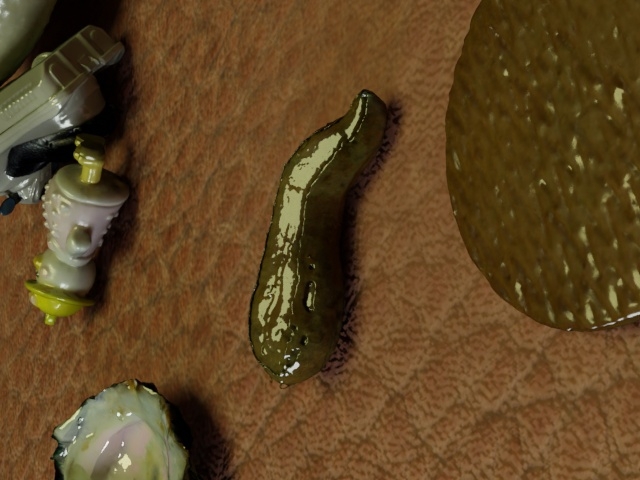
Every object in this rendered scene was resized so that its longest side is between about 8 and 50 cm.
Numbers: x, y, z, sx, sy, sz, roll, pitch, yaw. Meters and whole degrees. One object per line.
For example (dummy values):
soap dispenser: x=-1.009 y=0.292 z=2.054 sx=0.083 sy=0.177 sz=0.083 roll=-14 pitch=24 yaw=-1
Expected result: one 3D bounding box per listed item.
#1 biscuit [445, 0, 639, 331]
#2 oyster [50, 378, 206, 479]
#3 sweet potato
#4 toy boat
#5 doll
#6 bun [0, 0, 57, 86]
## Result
biscuit: x=0.166 y=-0.075 z=0.830 sx=0.262 sy=0.037 sz=0.262 roll=-13 pitch=74 yaw=55
oyster: x=-0.175 y=0.233 z=1.242 sx=0.260 sy=0.092 sz=0.198 roll=-29 pitch=61 yaw=40
sweet potato: x=-0.004 y=-0.003 z=1.051 sx=0.081 sy=0.062 sz=0.233 roll=19 pitch=98 yaw=40
toy boat: x=-0.299 y=-0.109 z=1.447 sx=0.269 sy=0.141 sz=0.140 roll=-46 pitch=49 yaw=42
doll: x=-0.245 y=-0.006 z=1.384 sx=0.129 sy=0.081 sz=0.207 roll=-111 pitch=37 yaw=-63
bun: x=-0.387 y=-0.334 z=1.475 sx=0.365 sy=0.219 sz=0.365 roll=-44 pitch=37 yaw=48
